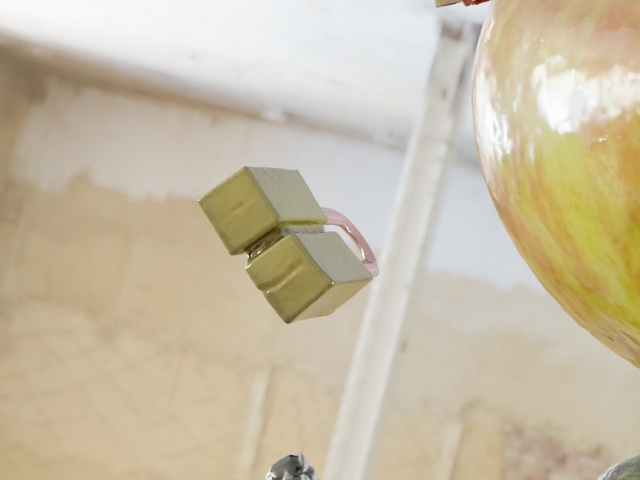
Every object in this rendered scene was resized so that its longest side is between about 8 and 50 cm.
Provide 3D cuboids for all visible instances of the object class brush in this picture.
[{"bbox_3d":[0.000,0.000,1.384,0.103,0.047,0.233,55,-164,10],"label":"brush"}]

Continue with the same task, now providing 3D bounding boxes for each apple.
[{"bbox_3d":[0.220,-0.059,0.847,0.301,0.302,0.301,15,177,1],"label":"apple"}]

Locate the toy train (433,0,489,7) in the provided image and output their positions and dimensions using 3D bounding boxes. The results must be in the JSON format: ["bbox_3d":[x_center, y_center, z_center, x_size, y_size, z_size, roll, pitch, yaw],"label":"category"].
[{"bbox_3d":[0.121,-0.168,1.136,0.138,0.050,0.087,-13,-173,0],"label":"toy train"}]

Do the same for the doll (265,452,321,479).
[{"bbox_3d":[0.037,0.217,1.131,0.219,0.067,0.091,53,-176,-17],"label":"doll"}]

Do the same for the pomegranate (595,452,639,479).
[{"bbox_3d":[0.244,0.279,1.440,0.222,0.276,0.204,53,-164,-11],"label":"pomegranate"}]
